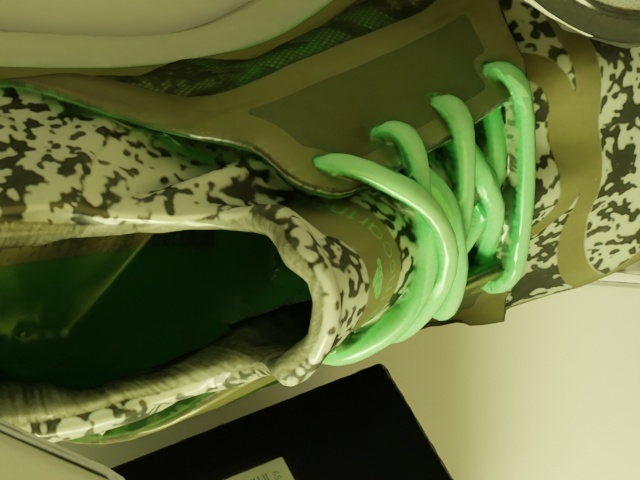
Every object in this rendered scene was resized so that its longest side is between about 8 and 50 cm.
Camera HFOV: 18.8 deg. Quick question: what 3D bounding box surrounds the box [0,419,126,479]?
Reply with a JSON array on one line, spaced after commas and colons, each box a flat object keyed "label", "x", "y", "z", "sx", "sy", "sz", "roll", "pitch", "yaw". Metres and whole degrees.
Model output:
[{"label": "box", "x": -0.200, "y": 0.141, "z": 0.525, "sx": 0.148, "sy": 0.121, "sz": 0.311, "roll": 28, "pitch": 139, "yaw": -28}]

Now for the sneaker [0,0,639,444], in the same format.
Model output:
[{"label": "sneaker", "x": 0.000, "y": 0.000, "z": 0.607, "sx": 0.410, "sy": 0.182, "sz": 0.158, "roll": -15, "pitch": 116, "yaw": -16}]

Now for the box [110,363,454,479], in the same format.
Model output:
[{"label": "box", "x": -0.027, "y": 0.146, "z": 0.681, "sx": 0.156, "sy": 0.093, "sz": 0.158, "roll": -20, "pitch": 141, "yaw": -13}]

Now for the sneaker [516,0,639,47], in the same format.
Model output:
[{"label": "sneaker", "x": 0.066, "y": -0.168, "z": 0.527, "sx": 0.100, "sy": 0.108, "sz": 0.271, "roll": -29, "pitch": 122, "yaw": -14}]
